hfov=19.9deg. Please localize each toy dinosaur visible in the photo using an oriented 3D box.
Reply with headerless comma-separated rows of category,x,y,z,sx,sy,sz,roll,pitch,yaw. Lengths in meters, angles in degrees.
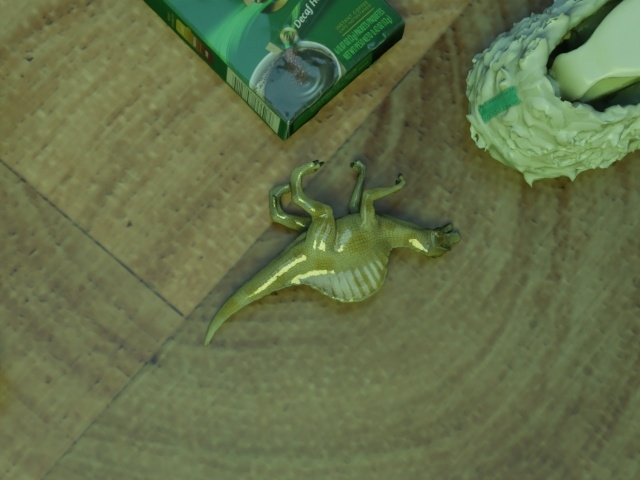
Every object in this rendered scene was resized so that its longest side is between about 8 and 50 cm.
toy dinosaur,0.000,0.000,1.179,0.183,0.053,0.092,-18,78,-8

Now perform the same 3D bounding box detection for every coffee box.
coffee box,-0.047,-0.169,1.228,0.113,0.040,0.184,-41,81,-12

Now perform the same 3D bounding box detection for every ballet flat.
ballet flat,0.288,-0.153,1.195,0.409,0.147,0.147,-27,78,-10
